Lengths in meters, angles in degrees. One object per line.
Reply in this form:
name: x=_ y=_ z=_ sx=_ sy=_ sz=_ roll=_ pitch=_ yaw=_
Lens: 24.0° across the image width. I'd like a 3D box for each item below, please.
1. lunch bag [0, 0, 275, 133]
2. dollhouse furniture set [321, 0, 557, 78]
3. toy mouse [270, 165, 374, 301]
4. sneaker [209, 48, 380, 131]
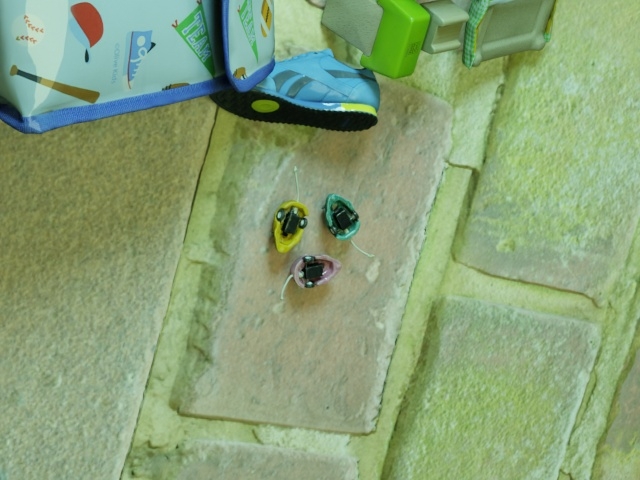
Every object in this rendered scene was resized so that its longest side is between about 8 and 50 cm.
lunch bag: x=-0.192 y=-0.297 z=1.473 sx=0.385 sy=0.239 sz=0.328 roll=-16 pitch=112 yaw=-43
dollhouse furniture set: x=0.153 y=-0.321 z=1.762 sx=0.301 sy=0.151 sz=0.197 roll=-18 pitch=135 yaw=-43
toy mouse: x=0.000 y=0.000 z=1.784 sx=0.143 sy=0.031 sz=0.161 roll=12 pitch=98 yaw=-32
sneaker: x=-0.030 y=-0.178 z=1.704 sx=0.209 sy=0.069 sz=0.082 roll=6 pitch=70 yaw=-24
